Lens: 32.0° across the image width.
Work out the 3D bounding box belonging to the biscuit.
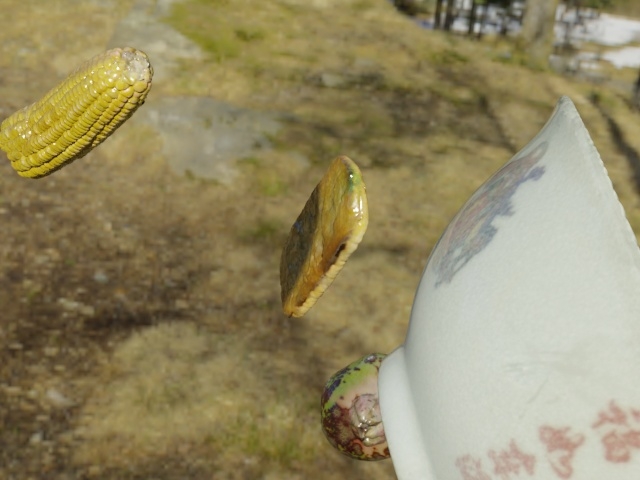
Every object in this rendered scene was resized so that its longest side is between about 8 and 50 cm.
[{"bbox_3d":[0.000,0.000,1.309,0.029,0.247,0.118,7,56,-21],"label":"biscuit"}]

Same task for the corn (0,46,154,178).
[{"bbox_3d":[-0.305,-0.160,1.396,0.292,0.101,0.101,-26,-8,41],"label":"corn"}]

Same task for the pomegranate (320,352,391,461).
[{"bbox_3d":[0.067,0.213,1.337,0.138,0.125,0.163,-16,27,9],"label":"pomegranate"}]

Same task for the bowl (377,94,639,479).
[{"bbox_3d":[0.162,0.135,0.780,0.196,0.434,0.435,-22,13,12],"label":"bowl"}]
